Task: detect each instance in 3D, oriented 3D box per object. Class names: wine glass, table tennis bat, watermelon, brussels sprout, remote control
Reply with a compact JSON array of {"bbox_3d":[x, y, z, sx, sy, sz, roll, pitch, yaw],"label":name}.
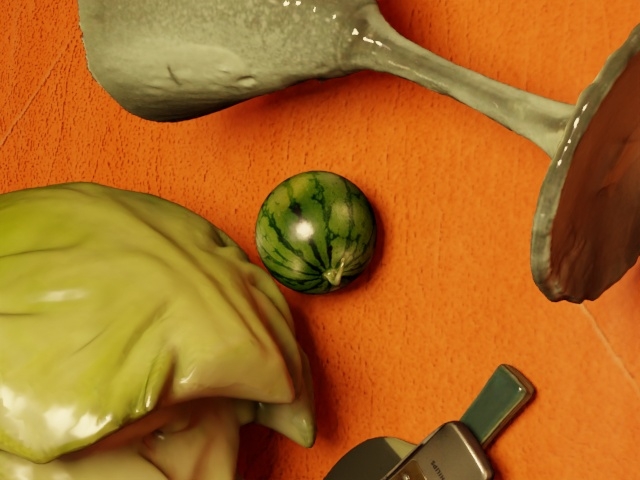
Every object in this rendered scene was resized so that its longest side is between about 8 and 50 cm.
[{"bbox_3d":[0.048,-0.131,0.843,0.406,0.267,0.267,32,102,33],"label":"wine glass"},{"bbox_3d":[0.071,0.204,0.915,0.154,0.021,0.274,47,114,32],"label":"table tennis bat"},{"bbox_3d":[-0.002,-0.002,0.953,0.109,0.109,0.109,-7,79,37],"label":"watermelon"},{"bbox_3d":[-0.235,0.134,0.954,0.425,0.342,0.361,-48,64,9],"label":"brussels sprout"},{"bbox_3d":[0.048,0.215,0.904,0.212,0.028,0.059,-47,63,28],"label":"remote control"}]
